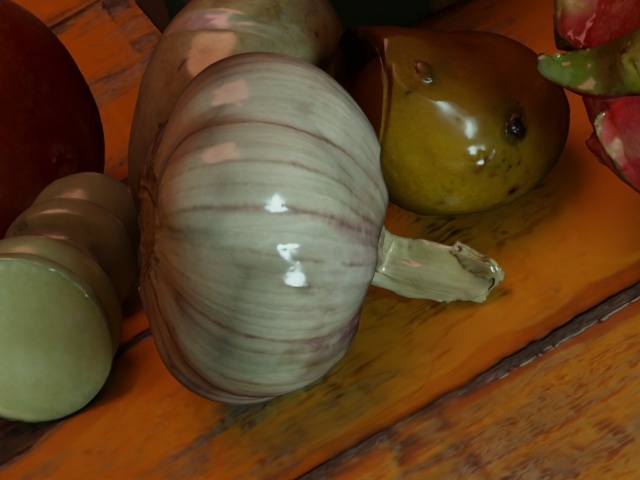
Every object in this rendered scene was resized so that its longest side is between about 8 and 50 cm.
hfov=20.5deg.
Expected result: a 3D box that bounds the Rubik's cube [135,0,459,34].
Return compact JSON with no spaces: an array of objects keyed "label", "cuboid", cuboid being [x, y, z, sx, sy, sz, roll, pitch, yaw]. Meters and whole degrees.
[{"label":"Rubik's cube","cuboid":[-0.047,-0.396,1.664,0.344,0.347,0.347,-28,48,-14]}]

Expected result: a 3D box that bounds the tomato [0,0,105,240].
[{"label":"tomato","cuboid":[-0.288,-0.062,1.604,0.170,0.309,0.309,23,51,28]}]

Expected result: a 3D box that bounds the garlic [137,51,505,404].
[{"label":"garlic","cuboid":[0.000,0.000,1.204,0.253,0.245,0.245,8,25,-7]}]

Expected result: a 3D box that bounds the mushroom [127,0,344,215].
[{"label":"mushroom","cuboid":[-0.057,-0.102,1.430,0.184,0.255,0.255,24,47,18]}]

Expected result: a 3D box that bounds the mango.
[{"label":"mango","cuboid":[0.097,-0.091,1.323,0.166,0.136,0.236,1,10,-14]}]

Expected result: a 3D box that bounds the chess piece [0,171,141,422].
[{"label":"chess piece","cuboid":[-0.211,0.024,1.436,0.144,0.144,0.251,-21,21,17]}]

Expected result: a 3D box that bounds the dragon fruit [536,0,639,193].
[{"label":"dragon fruit","cuboid":[0.268,-0.113,1.076,0.237,0.231,0.302,-48,18,-14]}]
